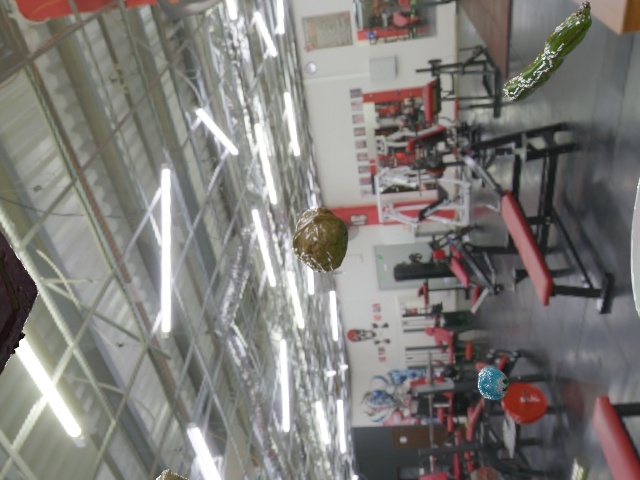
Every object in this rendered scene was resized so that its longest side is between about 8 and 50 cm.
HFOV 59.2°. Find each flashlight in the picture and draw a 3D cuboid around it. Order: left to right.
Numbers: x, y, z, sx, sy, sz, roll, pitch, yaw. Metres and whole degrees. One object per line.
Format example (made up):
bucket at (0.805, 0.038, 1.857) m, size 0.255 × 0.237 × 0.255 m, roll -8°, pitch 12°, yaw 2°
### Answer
flashlight at (0.290, 0.237, 0.962) m, size 0.129 × 0.051 × 0.051 m, roll 12°, pitch -106°, yaw -78°

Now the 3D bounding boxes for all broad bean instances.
broad bean at (0.335, -0.267, 0.851) m, size 0.256 × 0.052 × 0.053 m, roll 99°, pitch 179°, yaw -80°

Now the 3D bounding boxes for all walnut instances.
walnut at (0.000, 0.000, 0.793) m, size 0.096 × 0.082 × 0.079 m, roll 76°, pitch 176°, yaw -48°

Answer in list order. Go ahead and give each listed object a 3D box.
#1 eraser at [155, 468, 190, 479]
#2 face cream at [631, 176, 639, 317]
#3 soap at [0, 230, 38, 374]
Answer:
eraser at (-0.182, 0.472, 0.711) m, size 0.144 × 0.078 × 0.343 m, roll 36°, pitch -162°, yaw -21°
face cream at (0.438, 0.013, 0.446) m, size 0.081 × 0.348 × 0.174 m, roll 82°, pitch -163°, yaw -82°
soap at (-0.369, 0.021, 0.492) m, size 0.162 × 0.099 × 0.250 m, roll -94°, pitch -7°, yaw -50°
